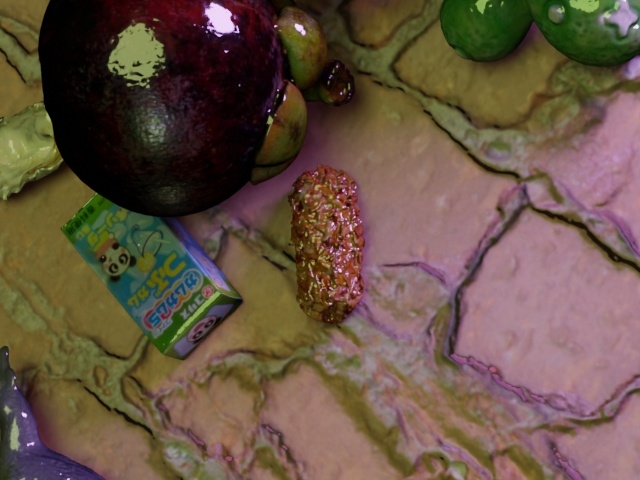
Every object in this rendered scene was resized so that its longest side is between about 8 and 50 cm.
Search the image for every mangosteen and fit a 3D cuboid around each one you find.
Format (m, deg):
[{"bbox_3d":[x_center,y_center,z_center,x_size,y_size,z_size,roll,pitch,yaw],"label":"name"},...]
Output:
[{"bbox_3d":[-0.139,-0.171,1.944,0.300,0.300,0.300,-4,78,21],"label":"mangosteen"}]

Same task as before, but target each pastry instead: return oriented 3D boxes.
[{"bbox_3d":[0.002,-0.001,1.976,0.087,0.063,0.169,-13,76,21],"label":"pastry"}]

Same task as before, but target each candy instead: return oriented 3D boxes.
[{"bbox_3d":[-0.180,0.025,2.044,0.097,0.062,0.194,-44,69,7],"label":"candy"}]

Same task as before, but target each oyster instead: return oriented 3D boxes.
[{"bbox_3d":[-0.328,-0.107,2.136,0.122,0.045,0.146,34,100,20],"label":"oyster"}]

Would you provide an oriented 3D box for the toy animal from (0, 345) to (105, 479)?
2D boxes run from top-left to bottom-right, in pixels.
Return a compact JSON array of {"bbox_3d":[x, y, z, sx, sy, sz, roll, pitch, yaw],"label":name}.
[{"bbox_3d":[-0.266,0.299,2.012,0.367,0.081,0.205,38,96,19],"label":"toy animal"}]

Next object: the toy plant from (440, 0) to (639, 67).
[{"bbox_3d":[0.213,-0.277,1.905,0.218,0.175,0.235,-8,104,27],"label":"toy plant"}]
